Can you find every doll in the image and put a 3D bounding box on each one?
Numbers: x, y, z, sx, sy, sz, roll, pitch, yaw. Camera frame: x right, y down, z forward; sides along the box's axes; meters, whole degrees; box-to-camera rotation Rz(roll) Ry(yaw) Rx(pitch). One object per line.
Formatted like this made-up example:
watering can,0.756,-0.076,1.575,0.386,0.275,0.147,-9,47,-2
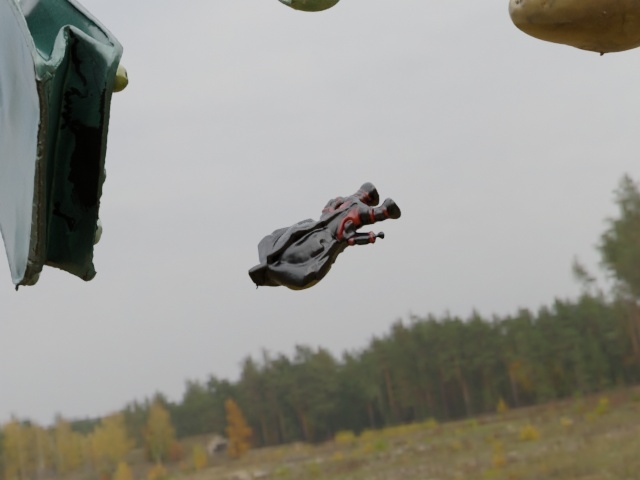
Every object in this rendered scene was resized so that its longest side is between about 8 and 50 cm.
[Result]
doll,0.002,0.003,1.795,0.249,0.088,0.127,-34,16,-20

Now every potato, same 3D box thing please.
potato,0.358,-0.305,1.478,0.235,0.128,0.161,5,-48,-20

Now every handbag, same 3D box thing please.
handbag,-0.277,-0.122,1.215,0.100,0.268,0.274,-4,30,-25

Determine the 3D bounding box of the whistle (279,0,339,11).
whistle,-0.003,-0.414,1.754,0.126,0.258,0.067,29,-38,3
